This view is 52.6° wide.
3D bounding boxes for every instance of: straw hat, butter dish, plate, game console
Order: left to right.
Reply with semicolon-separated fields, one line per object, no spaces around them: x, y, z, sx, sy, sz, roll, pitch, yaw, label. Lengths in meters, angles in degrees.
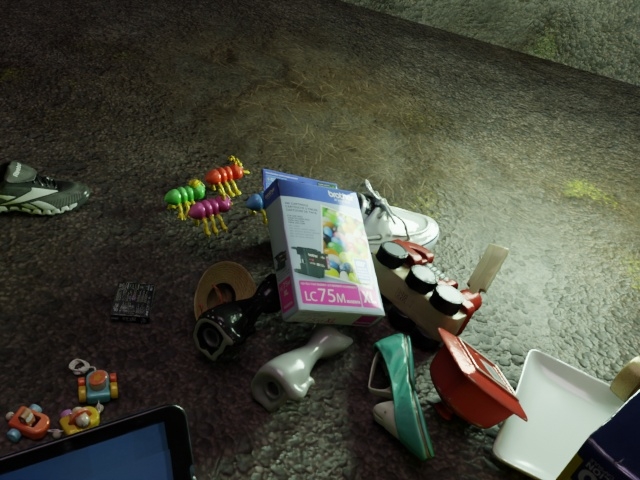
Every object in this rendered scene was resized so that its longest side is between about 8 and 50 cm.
-0.256;0.370;0.740;0.293;0.173;0.250;-13;45;-28;game console
-0.186;0.109;1.160;0.061;0.144;0.144;-8;19;44;straw hat
0.239;0.250;1.081;0.160;0.118;0.160;37;13;-19;butter dish
0.446;0.337;1.087;0.277;0.045;0.278;25;40;16;plate

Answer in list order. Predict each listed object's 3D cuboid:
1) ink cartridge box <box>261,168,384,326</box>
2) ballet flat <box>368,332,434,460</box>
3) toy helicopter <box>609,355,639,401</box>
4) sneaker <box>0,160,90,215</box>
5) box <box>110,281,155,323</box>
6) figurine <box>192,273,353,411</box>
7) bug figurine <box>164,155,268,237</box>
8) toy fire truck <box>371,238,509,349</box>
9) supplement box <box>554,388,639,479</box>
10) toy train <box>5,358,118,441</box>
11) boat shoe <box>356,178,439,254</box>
0.000;0.000;1.180;0.186;0.065;0.311;8;56;-33;ink cartridge box
0.125;0.261;1.074;0.087;0.083;0.247;-13;40;6;ballet flat
0.649;0.189;1.174;0.355;0.235;0.140;-19;49;-33;toy helicopter
-0.579;-0.107;1.278;0.234;0.106;0.078;-3;43;-20;sneaker
-0.334;0.110;1.156;0.067;0.018;0.083;5;39;-10;box
-0.069;0.161;1.109;0.215;0.092;0.209;38;40;14;figurine
-0.198;-0.096;1.341;0.216;0.072;0.279;-23;31;-27;bug figurine
0.240;0.070;1.286;0.246;0.158;0.217;-13;44;-46;toy fire truck
0.371;0.364;0.782;0.195;0.356;0.194;-22;50;-36;supplement box
-0.379;0.236;0.967;0.125;0.046;0.166;22;40;10;toy train
0.096;-0.050;1.366;0.367;0.156;0.136;-1;41;-17;boat shoe
